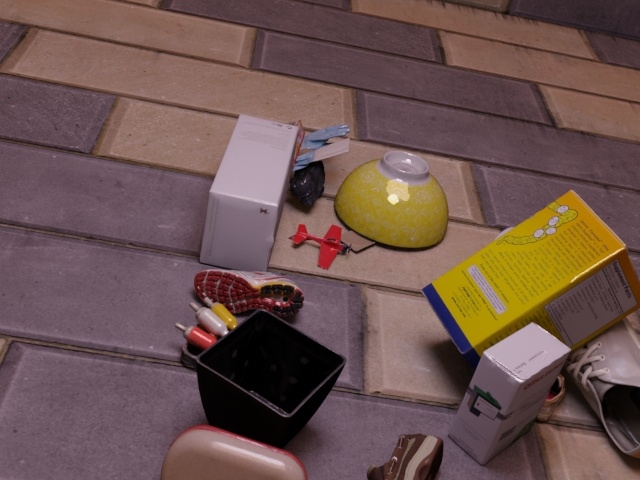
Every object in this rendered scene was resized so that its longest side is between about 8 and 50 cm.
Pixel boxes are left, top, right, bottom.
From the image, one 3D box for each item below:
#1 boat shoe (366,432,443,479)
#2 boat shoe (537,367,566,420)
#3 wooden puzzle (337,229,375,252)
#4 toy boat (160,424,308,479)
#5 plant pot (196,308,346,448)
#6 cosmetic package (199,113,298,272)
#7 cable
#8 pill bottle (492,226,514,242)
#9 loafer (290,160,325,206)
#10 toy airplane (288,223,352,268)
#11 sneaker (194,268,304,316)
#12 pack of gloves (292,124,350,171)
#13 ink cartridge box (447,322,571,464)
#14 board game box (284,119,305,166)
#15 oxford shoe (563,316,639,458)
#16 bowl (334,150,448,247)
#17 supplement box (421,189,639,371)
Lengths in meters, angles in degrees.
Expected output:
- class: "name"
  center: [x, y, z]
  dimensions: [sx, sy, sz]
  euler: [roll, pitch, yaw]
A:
- class: "boat shoe"
  center: [0.119, 0.408, 1.454]
  dimensions: [0.095, 0.095, 0.257]
  euler: [13, 26, 23]
- class: "boat shoe"
  center: [0.459, 0.290, 1.753]
  dimensions: [0.063, 0.059, 0.170]
  euler: [23, 34, 15]
- class: "wooden puzzle"
  center: [0.082, 0.001, 2.074]
  dimensions: [0.116, 0.014, 0.078]
  euler: [-16, 40, -37]
- class: "toy boat"
  center: [-0.131, 0.372, 1.388]
  dimensions: [0.231, 0.151, 0.151]
  euler: [18, 4, 5]
- class: "plant pot"
  center: [-0.093, 0.261, 1.506]
  dimensions: [0.188, 0.167, 0.187]
  euler: [28, 37, 21]
- class: "cosmetic package"
  center: [-0.153, -0.111, 1.989]
  dimensions: [0.155, 0.197, 0.365]
  euler: [13, 33, -1]
- class: "cable"
  center: [-0.142, 0.212, 1.641]
  dimensions: [0.287, 0.072, 0.139]
  euler: [27, 42, 17]
- class: "pill bottle"
  center: [0.506, 0.087, 1.978]
  dimensions: [0.152, 0.152, 0.272]
  euler: [-19, 46, -38]
- class: "loafer"
  center: [-0.026, -0.142, 2.192]
  dimensions: [0.076, 0.078, 0.223]
  euler: [-21, 16, 16]
- class: "toy airplane"
  center: [0.000, 0.000, 2.020]
  dimensions: [0.151, 0.028, 0.151]
  euler: [4, 42, -3]
- class: "sneaker"
  center: [-0.146, 0.104, 1.802]
  dimensions: [0.225, 0.088, 0.092]
  euler: [11, 14, -4]
- class: "pack of gloves"
  center: [-0.026, -0.217, 2.250]
  dimensions: [0.232, 0.046, 0.195]
  euler: [-17, 29, 13]
- class: "ink cartridge box"
  center: [0.339, 0.274, 1.592]
  dimensions: [0.160, 0.219, 0.092]
  euler: [-21, 48, -40]
- class: "board game box"
  center: [-0.128, -0.233, 2.247]
  dimensions: [0.147, 0.045, 0.193]
  euler: [-10, 31, 16]
- class: "oxford shoe"
  center: [0.549, 0.238, 1.741]
  dimensions: [0.130, 0.169, 0.449]
  euler: [3, 43, -37]
- class: "bowl"
  center: [0.188, -0.125, 2.150]
  dimensions: [0.290, 0.156, 0.289]
  euler: [10, 32, -6]
- class: "supplement box"
  center: [0.415, 0.107, 1.721]
  dimensions: [0.357, 0.194, 0.195]
  euler: [-34, 42, 5]
